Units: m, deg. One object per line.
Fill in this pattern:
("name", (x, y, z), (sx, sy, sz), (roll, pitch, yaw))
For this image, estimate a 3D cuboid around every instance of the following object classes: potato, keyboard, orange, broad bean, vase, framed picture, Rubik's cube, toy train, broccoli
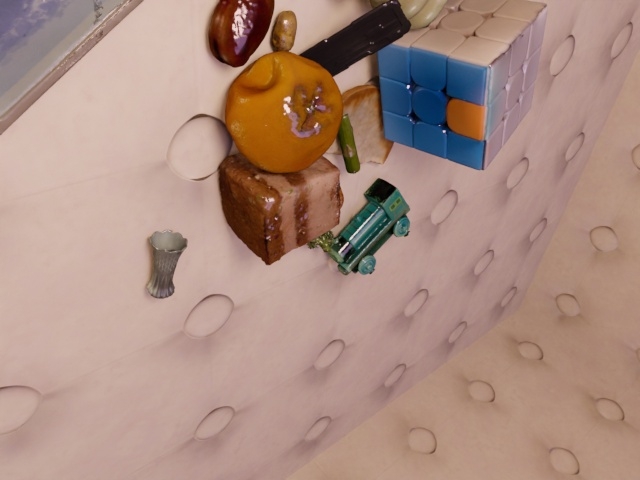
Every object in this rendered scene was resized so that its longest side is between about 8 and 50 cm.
("potato", (-0.072, -0.419, 1.023), (0.051, 0.040, 0.083), (-24, 139, -47))
("keyboard", (0.061, -0.411, 1.079), (0.262, 0.016, 0.106), (-24, 151, 22))
("orange", (-0.059, -0.250, 1.026), (0.248, 0.183, 0.249), (-11, 110, -33))
("broad bean", (-0.140, -0.402, 0.932), (0.165, 0.084, 0.114), (-57, 161, -2))
("vase", (-0.345, 0.059, 1.125), (0.081, 0.081, 0.149), (-11, 132, -42))
("framed picture", (-0.431, -0.343, 0.713), (0.335, 0.022, 0.247), (-47, 145, -7))
("Rubik's cube", (0.338, -0.397, 1.241), (0.291, 0.291, 0.291), (-47, 144, -27))
("toy train", (0.146, -0.032, 1.554), (0.298, 0.120, 0.194), (-47, 137, -5))
("broccoli", (0.000, 0.000, 1.436), (0.095, 0.092, 0.097), (-23, 165, -13))

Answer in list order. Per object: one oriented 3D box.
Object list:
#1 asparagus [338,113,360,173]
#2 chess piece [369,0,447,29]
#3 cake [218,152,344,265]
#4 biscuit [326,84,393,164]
("asparagus", (0.067, -0.242, 1.265), (0.045, 0.041, 0.178), (-58, 148, -32))
("chess piece", (0.098, -0.547, 1.001), (0.330, 0.182, 0.183), (-1, 122, -41))
("cake", (-0.065, -0.111, 1.172), (0.292, 0.196, 0.199), (-27, 137, -28))
("biscuit", (0.106, -0.303, 1.323), (0.308, 0.040, 0.205), (1, 121, -49))
